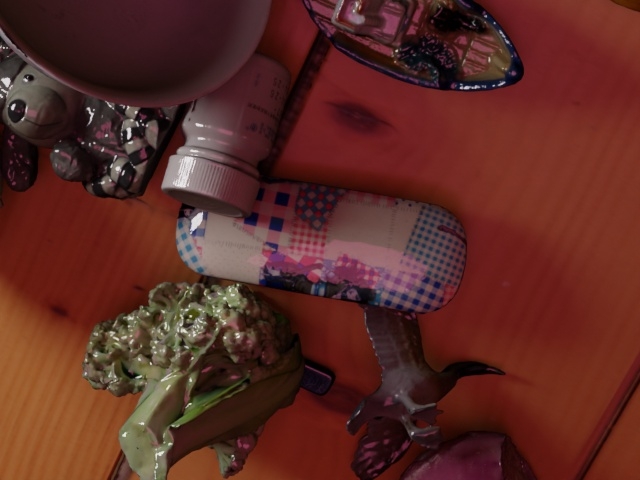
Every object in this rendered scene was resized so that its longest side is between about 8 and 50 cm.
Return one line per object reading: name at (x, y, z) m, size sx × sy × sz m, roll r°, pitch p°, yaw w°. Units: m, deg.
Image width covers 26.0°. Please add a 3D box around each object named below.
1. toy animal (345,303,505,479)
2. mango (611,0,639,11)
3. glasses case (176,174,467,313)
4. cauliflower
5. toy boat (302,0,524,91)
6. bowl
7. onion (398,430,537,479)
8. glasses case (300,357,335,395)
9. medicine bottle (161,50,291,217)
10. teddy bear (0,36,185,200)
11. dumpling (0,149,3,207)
toy animal at (0.114, 0.180, 1.578) m, size 0.197 × 0.160 × 0.272 m, roll 2°, pitch 114°, yaw 3°
mango at (0.322, -0.288, 1.453) m, size 0.077 × 0.063 × 0.127 m, roll -43°, pitch 99°, yaw 7°
glasses case at (0.000, 0.000, 1.550) m, size 0.328 × 0.076 × 0.125 m, roll 9°, pitch 89°, yaw 7°
cauliflower at (-0.146, 0.170, 1.521) m, size 0.239 × 0.315 × 0.256 m, roll 45°, pitch 131°, yaw -9°
toy boat at (0.092, -0.226, 1.465) m, size 0.262 × 0.115 × 0.114 m, roll 21°, pitch 107°, yaw -1°
bowl at (-0.231, -0.279, 1.433) m, size 0.345 × 0.345 × 0.157 m, roll 51°, pitch 148°, yaw -9°
onion at (0.171, 0.331, 1.598) m, size 0.201 × 0.200 × 0.207 m, roll -33°, pitch 130°, yaw 14°
glasses case at (-0.024, 0.154, 1.636) m, size 0.083 × 0.023 × 0.033 m, roll 24°, pitch 112°, yaw 0°
medicine bottle at (-0.100, -0.118, 1.494) m, size 0.105 × 0.105 × 0.168 m, roll 16°, pitch 80°, yaw 1°
teddy bear at (-0.278, -0.120, 1.517) m, size 0.251 × 0.144 × 0.171 m, roll 12°, pitch 108°, yaw 2°
dumpling at (-0.451, -0.076, 1.520) m, size 0.163 × 0.204 × 0.292 m, roll 6°, pitch 113°, yaw 21°
